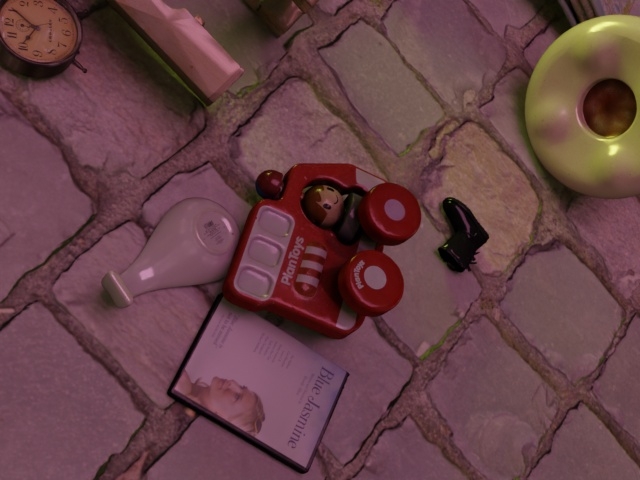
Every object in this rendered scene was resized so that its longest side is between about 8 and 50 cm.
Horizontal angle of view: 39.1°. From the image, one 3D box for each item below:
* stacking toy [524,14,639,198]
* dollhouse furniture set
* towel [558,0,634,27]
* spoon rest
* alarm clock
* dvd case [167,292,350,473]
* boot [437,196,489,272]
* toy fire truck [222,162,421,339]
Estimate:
[{"bbox_3d":[0.678,-0.277,1.873,0.480,0.351,0.350,-11,79,-49],"label":"stacking toy"},{"bbox_3d":[-0.120,-0.439,1.401,0.394,0.362,0.256,-45,101,-3],"label":"dollhouse furniture set"},{"bbox_3d":[0.587,-0.631,1.954,0.374,0.090,0.320,54,52,-33],"label":"towel"},{"bbox_3d":[-0.222,0.024,1.350,0.276,0.084,0.137,-34,93,-47],"label":"spoon rest"},{"bbox_3d":[-0.442,-0.309,1.330,0.192,0.064,0.129,7,70,-31],"label":"alarm clock"},{"bbox_3d":[-0.089,0.219,1.382,0.253,0.022,0.180,34,60,-16],"label":"dvd case"},{"bbox_3d":[0.247,-0.008,1.644,0.121,0.045,0.099,48,60,-9],"label":"boot"},{"bbox_3d":[0.000,0.000,1.426,0.254,0.169,0.302,24,62,-15],"label":"toy fire truck"}]
